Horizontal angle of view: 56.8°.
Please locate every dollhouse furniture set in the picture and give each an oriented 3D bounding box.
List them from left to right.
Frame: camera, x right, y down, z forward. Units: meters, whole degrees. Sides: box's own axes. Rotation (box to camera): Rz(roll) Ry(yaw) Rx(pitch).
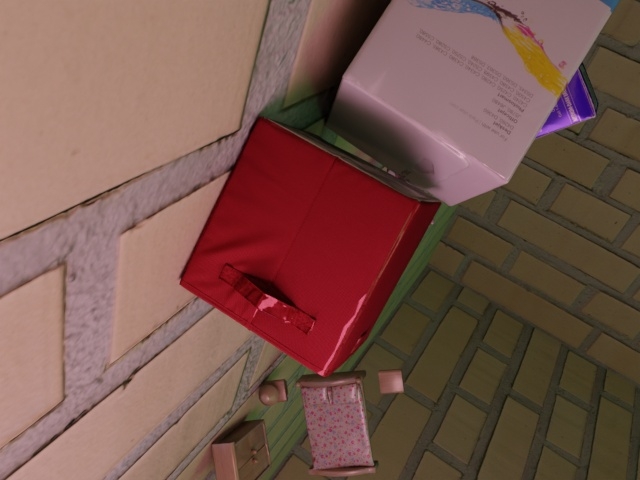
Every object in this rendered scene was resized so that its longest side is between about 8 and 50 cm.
[{"bbox_3d":[-0.005,0.425,1.135,0.174,0.355,0.303,-3,84,-75],"label":"dollhouse furniture set"}]

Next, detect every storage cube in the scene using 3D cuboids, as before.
[{"bbox_3d":[0.000,0.000,0.646,0.193,0.183,0.215,-62,166,11],"label":"storage cube"}]

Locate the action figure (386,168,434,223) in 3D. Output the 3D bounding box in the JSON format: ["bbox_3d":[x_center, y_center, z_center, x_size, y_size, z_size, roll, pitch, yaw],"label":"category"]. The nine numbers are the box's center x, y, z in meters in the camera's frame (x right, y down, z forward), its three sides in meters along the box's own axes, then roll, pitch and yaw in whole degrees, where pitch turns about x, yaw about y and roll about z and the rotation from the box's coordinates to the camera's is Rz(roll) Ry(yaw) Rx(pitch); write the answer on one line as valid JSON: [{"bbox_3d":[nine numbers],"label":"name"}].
[{"bbox_3d":[0.181,-0.202,0.952,0.248,0.276,0.370,-37,174,-44],"label":"action figure"}]

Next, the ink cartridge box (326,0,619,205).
[{"bbox_3d":[0.163,-0.209,0.672,0.270,0.197,0.198,-58,-178,-6],"label":"ink cartridge box"}]

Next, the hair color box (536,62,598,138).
[{"bbox_3d":[0.337,-0.226,1.130,0.339,0.110,0.185,-22,-173,30],"label":"hair color box"}]
